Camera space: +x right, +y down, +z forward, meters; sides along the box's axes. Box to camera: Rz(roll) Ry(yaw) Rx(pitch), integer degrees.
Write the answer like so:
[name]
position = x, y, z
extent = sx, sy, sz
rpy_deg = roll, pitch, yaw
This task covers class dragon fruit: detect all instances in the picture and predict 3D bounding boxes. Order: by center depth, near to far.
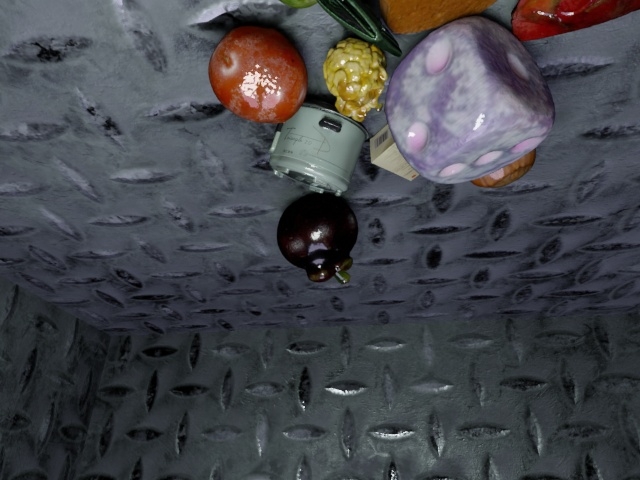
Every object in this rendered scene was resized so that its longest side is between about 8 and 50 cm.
[dragon fruit]
position = 0.553, -0.504, 0.843
extent = 0.343, 0.101, 0.282
rpy_deg = -13, 153, 18

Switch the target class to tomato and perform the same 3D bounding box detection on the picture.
[tomato]
position = -0.131, -0.380, 1.003
extent = 0.231, 0.232, 0.189
rpy_deg = 17, 130, -26

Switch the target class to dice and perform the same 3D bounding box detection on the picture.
[dice]
position = 0.330, -0.303, 1.002
extent = 0.269, 0.271, 0.271
rpy_deg = -3, 159, -37

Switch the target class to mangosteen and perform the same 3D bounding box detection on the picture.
[mangosteen]
position = -0.014, -0.006, 1.547
extent = 0.296, 0.314, 0.297
rpy_deg = 7, 160, 2

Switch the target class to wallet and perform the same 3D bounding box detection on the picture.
[wallet]
position = 0.084, -0.430, 0.868
extent = 0.160, 0.236, 0.055
rpy_deg = 45, 116, 5

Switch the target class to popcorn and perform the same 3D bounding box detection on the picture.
[popcorn]
position = 0.084, -0.379, 1.043
extent = 0.180, 0.170, 0.180
rpy_deg = -42, 164, -15

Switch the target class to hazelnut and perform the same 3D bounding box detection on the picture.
[hazelnut]
position = 0.498, -0.253, 1.258
extent = 0.214, 0.176, 0.215
rpy_deg = -3, 113, -8

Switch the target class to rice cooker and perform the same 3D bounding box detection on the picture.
[rice cooker]
position = -0.005, -0.257, 1.177
extent = 0.241, 0.227, 0.280
rpy_deg = 19, 180, -8

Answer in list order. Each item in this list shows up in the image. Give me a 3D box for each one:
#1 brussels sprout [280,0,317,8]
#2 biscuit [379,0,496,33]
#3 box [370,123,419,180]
[brussels sprout]
position = -0.038, -0.519, 0.848
extent = 0.154, 0.118, 0.155
rpy_deg = 5, 147, 3
[biscuit]
position = 0.253, -0.512, 0.746
extent = 0.349, 0.079, 0.455
rpy_deg = -19, 171, 11
[box]
position = 0.272, -0.284, 1.274
extent = 0.167, 0.095, 0.212
rpy_deg = 20, 146, -28
